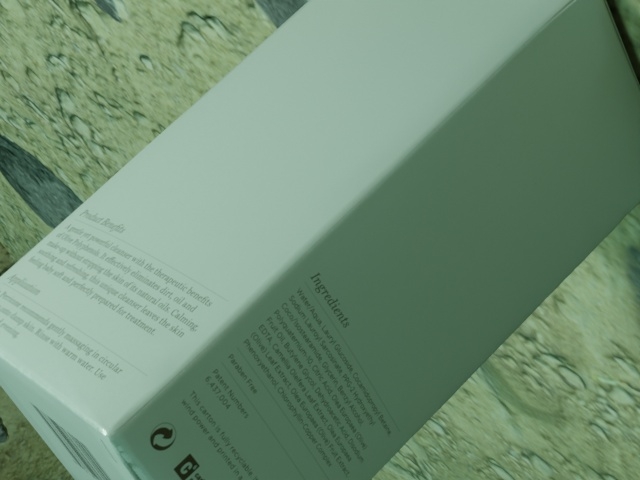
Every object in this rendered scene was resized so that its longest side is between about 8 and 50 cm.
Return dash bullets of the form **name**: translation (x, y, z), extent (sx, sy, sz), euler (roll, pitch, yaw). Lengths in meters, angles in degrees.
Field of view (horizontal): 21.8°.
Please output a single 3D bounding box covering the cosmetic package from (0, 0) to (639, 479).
- **cosmetic package**: translation (0.000, 0.000, 0.951), extent (0.197, 0.365, 0.155), euler (26, 152, 51)
